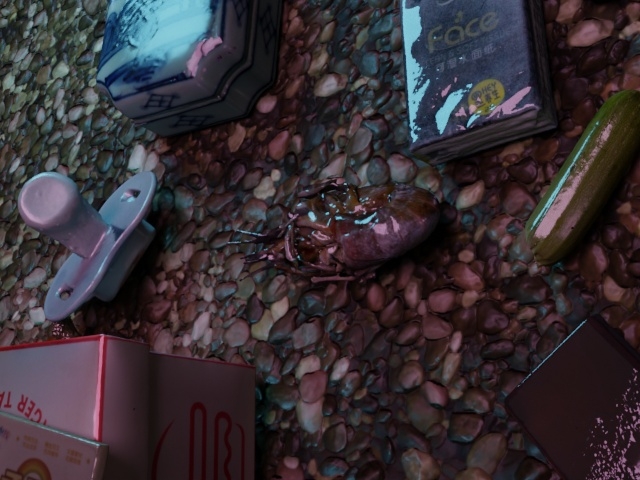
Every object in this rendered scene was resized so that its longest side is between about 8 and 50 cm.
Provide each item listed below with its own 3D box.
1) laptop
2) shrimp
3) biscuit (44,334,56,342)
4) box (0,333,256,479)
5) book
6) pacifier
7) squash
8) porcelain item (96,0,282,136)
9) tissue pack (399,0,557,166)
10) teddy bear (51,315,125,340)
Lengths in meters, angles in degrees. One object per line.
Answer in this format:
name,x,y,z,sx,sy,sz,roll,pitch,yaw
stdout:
laptop,0.309,0.197,1.095,0.154,0.026,0.207,-48,49,11
shrimp,0.005,0.001,1.350,0.343,0.116,0.145,-13,38,35
biscuit,-0.422,0.202,1.630,0.130,0.019,0.119,21,83,40
box,-0.283,0.296,1.277,0.315,0.300,0.312,-9,74,33
book,-0.330,0.346,1.102,0.208,0.020,0.295,6,84,36
pacifier,-0.378,-0.018,1.573,0.227,0.207,0.279,10,65,58
squash,0.311,-0.071,1.187,0.069,0.069,0.238,30,86,41
porcelain item,-0.214,-0.325,1.633,0.282,0.157,0.285,-8,65,32
tissue pack,0.202,-0.241,1.336,0.185,0.081,0.257,-16,62,30
teddy bear,-0.353,0.186,1.558,0.161,0.078,0.119,16,56,23
